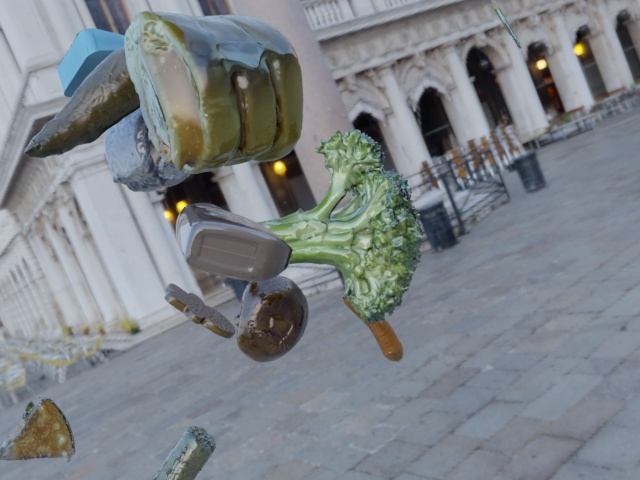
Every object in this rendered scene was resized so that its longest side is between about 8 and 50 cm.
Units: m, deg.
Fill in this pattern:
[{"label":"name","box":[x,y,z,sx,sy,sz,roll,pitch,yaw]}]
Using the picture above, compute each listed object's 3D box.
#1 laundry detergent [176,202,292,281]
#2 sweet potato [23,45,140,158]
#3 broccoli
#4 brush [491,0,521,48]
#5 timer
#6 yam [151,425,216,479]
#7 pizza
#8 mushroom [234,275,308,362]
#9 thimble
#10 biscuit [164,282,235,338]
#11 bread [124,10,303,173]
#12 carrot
[{"label":"laundry detergent","box":[-0.135,-0.003,0.999,0.171,0.076,0.237,14,7,-18]},{"label":"sweet potato","box":[-0.488,-0.311,1.452,0.423,0.130,0.130,-48,15,-24]},{"label":"broccoli","box":[0.022,0.027,1.347,0.397,0.353,0.275,-36,-16,-10]},{"label":"brush","box":[0.326,-0.450,1.233,0.010,0.218,0.082,-30,-39,23]},{"label":"timer","box":[-0.657,-0.533,2.023,0.250,0.091,0.232,-6,-25,-47]},{"label":"yam","box":[-0.345,0.561,1.526,0.259,0.093,0.093,-56,11,-9]},{"label":"pizza","box":[-0.718,0.498,1.627,0.052,0.185,0.195,-33,-7,37]},{"label":"mushroom","box":[-0.118,0.203,1.666,0.194,0.231,0.138,0,12,-15]},{"label":"thimble","box":[-0.423,-0.246,1.659,0.157,0.217,0.246,-9,55,41]},{"label":"biscuit","box":[-0.345,0.208,1.869,0.039,0.236,0.180,-54,15,4]},{"label":"bread","box":[-0.165,-0.293,1.243,0.341,0.301,0.210,-10,-9,-41]},{"label":"carrot","box":[0.148,0.228,1.766,0.066,0.271,0.062,-35,22,1]}]
